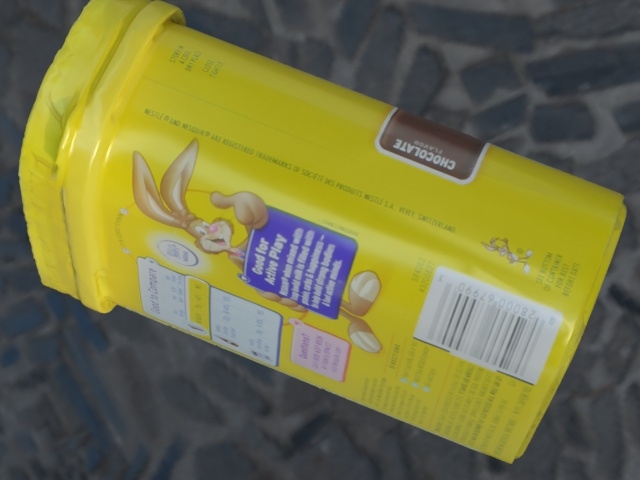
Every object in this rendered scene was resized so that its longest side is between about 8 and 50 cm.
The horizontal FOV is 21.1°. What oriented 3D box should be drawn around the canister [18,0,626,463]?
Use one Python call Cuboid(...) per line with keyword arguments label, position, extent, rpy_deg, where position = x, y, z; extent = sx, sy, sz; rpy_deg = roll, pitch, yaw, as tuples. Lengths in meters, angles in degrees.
Cuboid(label="canister", position=(0.000, 0.000, 0.543), extent=(0.170, 0.073, 0.126), rpy_deg=(22, 155, 6))
